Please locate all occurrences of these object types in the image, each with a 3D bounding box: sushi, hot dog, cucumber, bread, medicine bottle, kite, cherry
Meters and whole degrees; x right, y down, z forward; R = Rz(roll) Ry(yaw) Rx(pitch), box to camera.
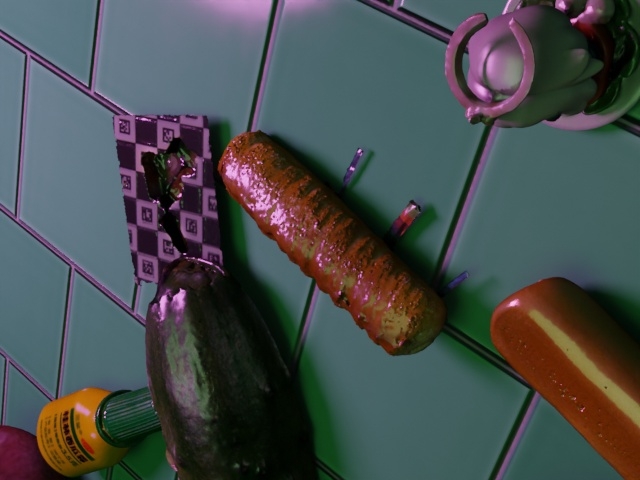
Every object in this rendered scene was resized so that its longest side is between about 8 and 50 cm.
[{"bbox_3d":[-0.159,-0.042,1.029,0.139,0.031,0.201,5,108,31],"label":"sushi"},{"bbox_3d":[0.001,-0.001,0.874,0.289,0.068,0.083,44,126,26],"label":"hot dog"},{"bbox_3d":[-0.106,0.181,1.004,0.145,0.105,0.326,-3,107,37],"label":"cucumber"},{"bbox_3d":[0.239,0.124,0.719,0.239,0.074,0.093,47,146,20],"label":"bread"},{"bbox_3d":[-0.272,0.237,1.207,0.309,0.076,0.111,-25,89,42],"label":"medicine bottle"},{"bbox_3d":[0.055,0.016,0.882,0.183,0.010,0.160,50,135,19],"label":"kite"},{"bbox_3d":[-0.471,0.414,1.356,0.236,0.213,0.286,3,85,20],"label":"cherry"}]

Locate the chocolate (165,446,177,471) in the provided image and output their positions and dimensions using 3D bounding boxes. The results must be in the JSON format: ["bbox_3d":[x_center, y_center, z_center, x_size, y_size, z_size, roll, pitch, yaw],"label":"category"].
[{"bbox_3d":[-0.145,0.270,1.135,0.100,0.031,0.065,24,107,30],"label":"chocolate"}]

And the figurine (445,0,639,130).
[{"bbox_3d":[0.149,-0.130,0.646,0.132,0.153,0.132,16,115,36],"label":"figurine"}]
